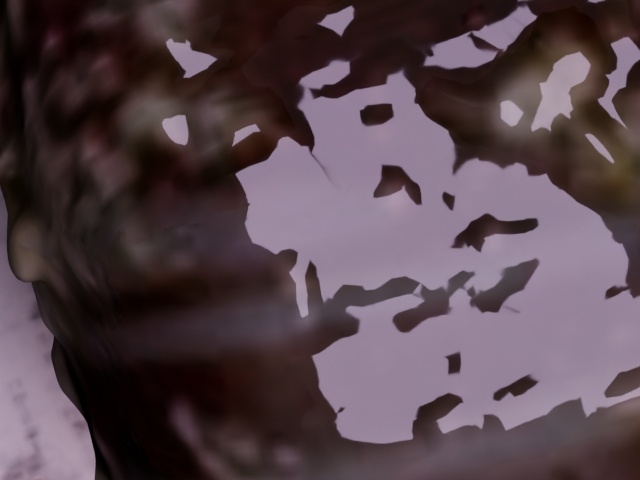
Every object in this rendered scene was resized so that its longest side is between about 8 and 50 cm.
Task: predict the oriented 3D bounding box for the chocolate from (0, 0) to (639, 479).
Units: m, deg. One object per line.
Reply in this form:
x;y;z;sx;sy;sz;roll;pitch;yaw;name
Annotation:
0.000;0.000;0.529;0.210;0.225;0.340;-17;93;-14;chocolate
